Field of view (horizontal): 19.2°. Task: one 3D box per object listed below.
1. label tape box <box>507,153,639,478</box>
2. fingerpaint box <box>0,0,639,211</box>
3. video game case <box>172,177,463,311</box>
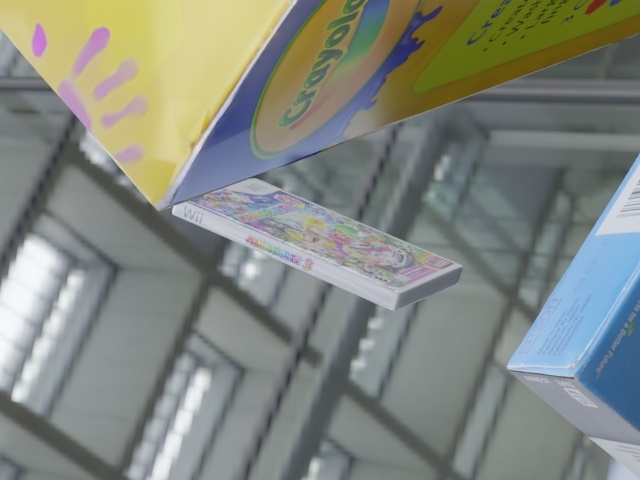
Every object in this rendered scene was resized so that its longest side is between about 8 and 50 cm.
[{"bbox_3d":[0.334,0.095,1.386,0.333,0.106,0.241,39,-106,-17],"label":"label tape box"},{"bbox_3d":[0.113,-0.249,0.651,0.163,0.445,0.371,49,-140,14],"label":"fingerpaint box"},{"bbox_3d":[0.000,0.000,0.918,0.087,0.122,0.011,-19,-51,-65],"label":"video game case"}]
